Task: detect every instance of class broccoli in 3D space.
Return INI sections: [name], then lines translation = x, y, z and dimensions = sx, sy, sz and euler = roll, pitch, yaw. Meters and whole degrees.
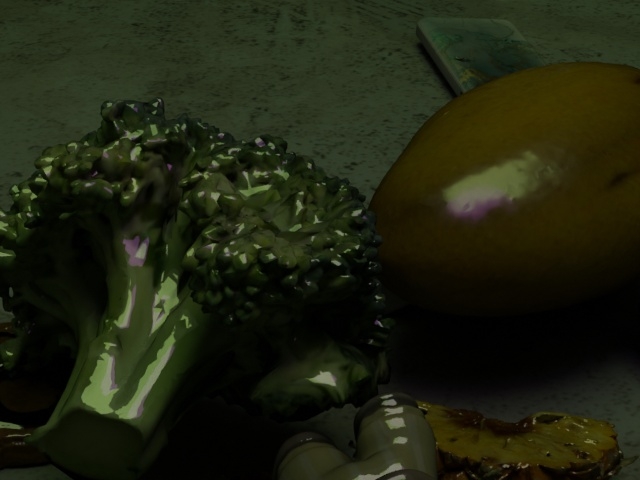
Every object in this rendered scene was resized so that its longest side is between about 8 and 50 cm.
[broccoli]
translation = -0.105, 0.039, 1.418
dimensions = 0.339, 0.277, 0.317
euler = -2, 43, -9

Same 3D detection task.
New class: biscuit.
[biscuit]
translation = -0.279, 0.126, 1.536
dimensions = 0.290, 0.041, 0.208
euler = -9, 28, -24

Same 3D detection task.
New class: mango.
[mango]
translation = 0.198, -0.048, 1.681
dimensions = 0.301, 0.220, 0.445
euler = 10, 19, 39

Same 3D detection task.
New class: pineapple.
[pineapple]
translation = 0.139, 0.187, 1.423
dimensions = 0.233, 0.079, 0.135
euler = 3, 29, 0

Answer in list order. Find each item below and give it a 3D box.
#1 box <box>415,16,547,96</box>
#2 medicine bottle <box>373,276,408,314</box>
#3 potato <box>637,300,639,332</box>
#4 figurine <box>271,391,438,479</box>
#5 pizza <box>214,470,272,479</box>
[box]
translation = 0.222, -0.229, 2.310
dimensions = 0.142, 0.044, 0.285
euler = 1, 27, -14
[medicine bottle]
translation = 0.000, 0.000, 1.777
dimensions = 0.115, 0.078, 0.219
euler = -4, 27, -31
[potato]
translation = 0.371, 0.072, 1.631
dimensions = 0.137, 0.137, 0.176
euler = -21, 34, -40
[figurine]
translation = 0.072, 0.237, 1.176
dimensions = 0.248, 0.203, 0.380
euler = -8, 27, -14
[pizza]
translation = -0.064, 0.200, 1.440
dimensions = 0.083, 0.016, 0.037
euler = -5, 21, -13
